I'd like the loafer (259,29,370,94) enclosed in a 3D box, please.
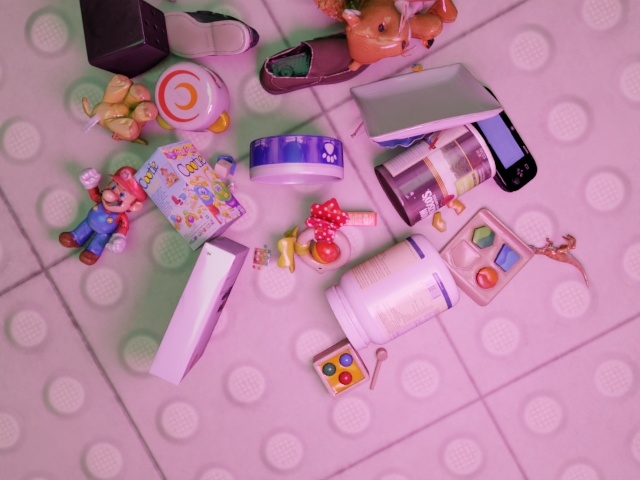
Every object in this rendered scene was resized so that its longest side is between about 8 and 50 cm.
[{"bbox_3d":[-0.004,-0.519,1.510,0.366,0.130,0.133,-21,92,2],"label":"loafer"}]

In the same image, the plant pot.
[{"bbox_3d":[-0.539,-0.587,1.476,0.167,0.187,0.188,-8,92,16],"label":"plant pot"}]

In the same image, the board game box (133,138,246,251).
[{"bbox_3d":[-0.375,-0.134,1.508,0.144,0.142,0.275,-37,92,30],"label":"board game box"}]

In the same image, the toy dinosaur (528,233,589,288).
[{"bbox_3d":[0.728,0.044,1.558,0.212,0.064,0.112,25,117,9],"label":"toy dinosaur"}]

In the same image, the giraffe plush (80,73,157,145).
[{"bbox_3d":[-0.567,-0.350,1.515,0.210,0.170,0.181,-29,81,-2],"label":"giraffe plush"}]

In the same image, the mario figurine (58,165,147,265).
[{"bbox_3d":[-0.642,-0.083,1.522,0.198,0.170,0.320,32,103,-34],"label":"mario figurine"}]

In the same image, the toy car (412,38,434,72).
[{"bbox_3d":[0.295,-0.566,1.539,0.041,0.060,0.122,24,86,32],"label":"toy car"}]

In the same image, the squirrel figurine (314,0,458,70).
[{"bbox_3d":[0.143,-0.643,1.404,0.397,0.281,0.370,27,72,17],"label":"squirrel figurine"}]

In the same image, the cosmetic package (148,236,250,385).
[{"bbox_3d":[-0.332,0.183,1.473,0.098,0.284,0.377,24,93,1],"label":"cosmetic package"}]

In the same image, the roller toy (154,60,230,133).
[{"bbox_3d":[-0.367,-0.414,1.516,0.210,0.146,0.191,6,100,10],"label":"roller toy"}]

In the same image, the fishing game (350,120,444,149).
[{"bbox_3d":[0.229,-0.333,1.473,0.264,0.041,0.189,20,60,35],"label":"fishing game"}]

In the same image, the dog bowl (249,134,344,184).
[{"bbox_3d":[-0.067,-0.220,1.457,0.265,0.265,0.104,-1,90,2],"label":"dog bowl"}]

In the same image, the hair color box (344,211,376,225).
[{"bbox_3d":[0.095,-0.065,1.556,0.141,0.072,0.043,1,93,3],"label":"hair color box"}]

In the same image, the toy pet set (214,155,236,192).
[{"bbox_3d":[-0.305,-0.201,1.579,0.122,0.065,0.114,27,128,3],"label":"toy pet set"}]

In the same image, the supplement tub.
[{"bbox_3d":[0.200,0.150,1.480,0.325,0.235,0.235,-29,91,3],"label":"supplement tub"}]

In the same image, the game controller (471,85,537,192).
[{"bbox_3d":[0.513,-0.297,1.517,0.167,0.067,0.319,-33,92,-21],"label":"game controller"}]

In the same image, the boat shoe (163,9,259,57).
[{"bbox_3d":[-0.329,-0.605,1.522,0.340,0.113,0.127,9,116,27],"label":"boat shoe"}]

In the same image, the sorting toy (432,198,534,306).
[{"bbox_3d":[0.454,0.020,1.558,0.307,0.041,0.229,43,95,2],"label":"sorting toy"}]

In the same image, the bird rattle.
[{"bbox_3d":[0.000,0.000,1.519,0.254,0.143,0.207,-35,118,25],"label":"bird rattle"}]

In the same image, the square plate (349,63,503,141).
[{"bbox_3d":[0.275,-0.379,1.440,0.344,0.347,0.049,-13,127,2],"label":"square plate"}]

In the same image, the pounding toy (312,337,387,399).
[{"bbox_3d":[0.111,0.388,1.564,0.206,0.094,0.181,-30,91,3],"label":"pounding toy"}]

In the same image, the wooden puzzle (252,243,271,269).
[{"bbox_3d":[-0.180,0.052,1.601,0.050,0.006,0.083,9,93,1],"label":"wooden puzzle"}]

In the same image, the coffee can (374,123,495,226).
[{"bbox_3d":[0.321,-0.194,1.480,0.275,0.201,0.201,-32,91,2],"label":"coffee can"}]
